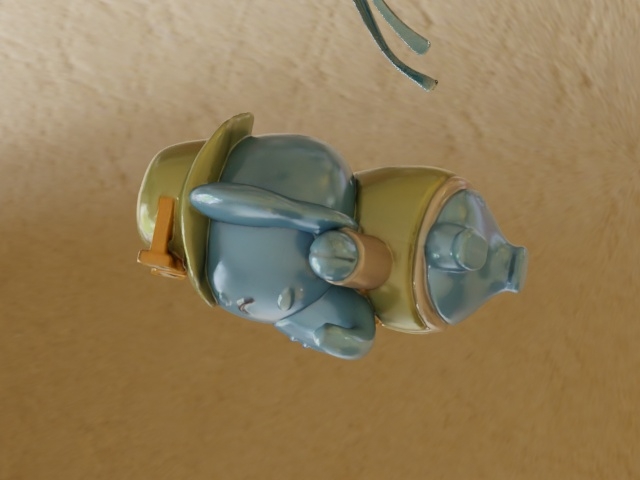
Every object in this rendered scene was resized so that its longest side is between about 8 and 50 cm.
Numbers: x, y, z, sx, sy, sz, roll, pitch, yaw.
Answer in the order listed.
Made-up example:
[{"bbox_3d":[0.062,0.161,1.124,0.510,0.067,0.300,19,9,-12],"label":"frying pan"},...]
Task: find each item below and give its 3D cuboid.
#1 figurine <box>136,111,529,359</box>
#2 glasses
[{"bbox_3d":[0.001,-0.004,1.164,0.262,0.180,0.154,10,112,18],"label":"figurine"},{"bbox_3d":[0.067,-0.271,1.808,0.088,0.190,0.220,-40,74,-5],"label":"glasses"}]
